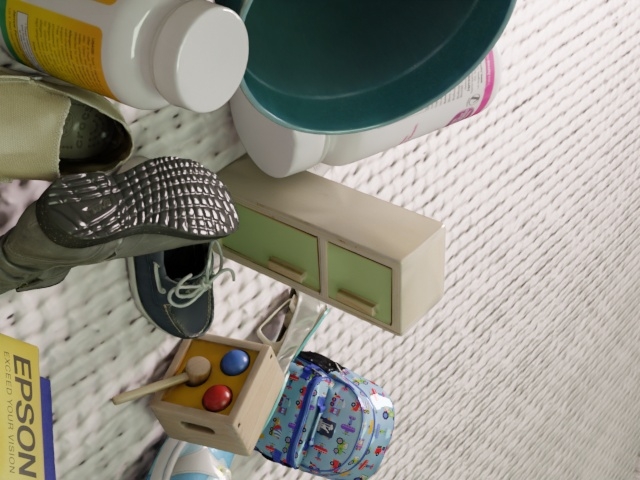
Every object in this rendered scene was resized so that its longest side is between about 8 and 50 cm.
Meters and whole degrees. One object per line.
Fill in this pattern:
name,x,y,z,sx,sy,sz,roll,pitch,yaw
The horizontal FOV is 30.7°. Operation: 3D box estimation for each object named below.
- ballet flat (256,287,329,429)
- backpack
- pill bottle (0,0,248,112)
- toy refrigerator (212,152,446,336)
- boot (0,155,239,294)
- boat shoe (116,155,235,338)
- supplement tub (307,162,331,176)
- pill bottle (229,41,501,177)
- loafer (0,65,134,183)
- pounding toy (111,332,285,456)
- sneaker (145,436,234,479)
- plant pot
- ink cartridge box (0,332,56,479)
ballet flat,-0.062,0.149,1.484,0.213,0.068,0.072,-60,-172,-27
backpack,0.002,0.239,1.540,0.117,0.173,0.158,18,95,-59
pill bottle,-0.166,-0.177,0.977,0.117,0.208,0.118,-35,136,-42
toy refrigerator,0.000,0.000,1.289,0.094,0.269,0.102,-39,139,-39
boot,-0.208,-0.007,1.101,0.246,0.161,0.083,-5,70,-50
boat shoe,-0.151,0.020,1.253,0.095,0.079,0.255,-42,141,-35
supplement tub,-0.014,-0.109,1.392,0.107,0.071,0.071,-49,144,-28
pill bottle,0.050,-0.178,1.311,0.283,0.160,0.160,-22,130,-27
loafer,-0.261,-0.099,0.993,0.268,0.092,0.102,-12,119,-54
pounding toy,-0.138,0.172,1.341,0.100,0.141,0.130,72,35,-48
sneaker,-0.109,0.336,1.350,0.127,0.208,0.319,82,25,-43
plant pot,0.011,-0.284,1.090,0.271,0.255,0.272,-16,144,-12
ink cartridge box,-0.301,0.223,1.009,0.307,0.072,0.304,31,44,-57
